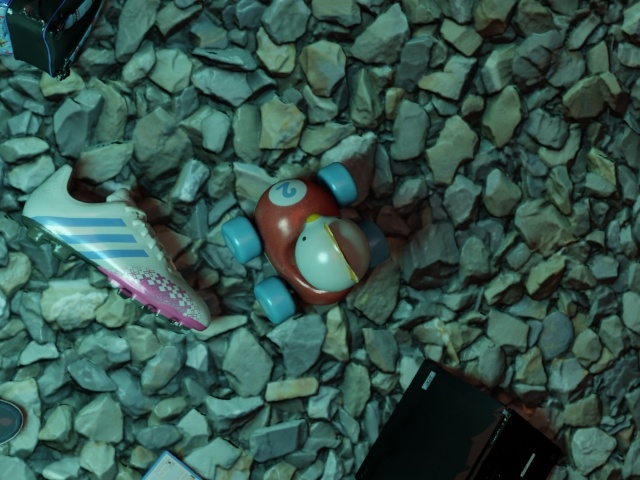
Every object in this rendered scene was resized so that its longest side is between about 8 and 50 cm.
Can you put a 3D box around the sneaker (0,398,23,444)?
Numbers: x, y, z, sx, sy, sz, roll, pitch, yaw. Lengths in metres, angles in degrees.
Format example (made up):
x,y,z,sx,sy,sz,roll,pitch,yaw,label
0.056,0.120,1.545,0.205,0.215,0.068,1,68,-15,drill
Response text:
x,y,z,sx,sy,sz,roll,pitch,yaw,label
-0.535,0.266,1.827,0.226,0.163,0.086,2,86,-16,sneaker

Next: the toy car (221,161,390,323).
x,y,z,sx,sy,sz,roll,pitch,yaw,label
0.000,0.000,1.939,0.219,0.238,0.210,-30,96,-14,toy car

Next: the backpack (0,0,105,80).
x,y,z,sx,sy,sz,roll,pitch,yaw,label
-0.390,-0.350,1.892,0.117,0.158,0.173,26,68,5,backpack

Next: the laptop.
x,y,z,sx,sy,sz,roll,pitch,yaw,label
0.230,0.369,2.107,0.264,0.136,0.234,39,79,-37,laptop

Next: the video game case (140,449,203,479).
x,y,z,sx,sy,sz,roll,pitch,yaw,label
-0.214,0.422,1.984,0.166,0.015,0.119,41,78,-10,video game case

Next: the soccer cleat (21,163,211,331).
x,y,z,sx,sy,sz,roll,pitch,yaw,label
-0.284,0.010,1.925,0.331,0.116,0.143,33,81,-12,soccer cleat
